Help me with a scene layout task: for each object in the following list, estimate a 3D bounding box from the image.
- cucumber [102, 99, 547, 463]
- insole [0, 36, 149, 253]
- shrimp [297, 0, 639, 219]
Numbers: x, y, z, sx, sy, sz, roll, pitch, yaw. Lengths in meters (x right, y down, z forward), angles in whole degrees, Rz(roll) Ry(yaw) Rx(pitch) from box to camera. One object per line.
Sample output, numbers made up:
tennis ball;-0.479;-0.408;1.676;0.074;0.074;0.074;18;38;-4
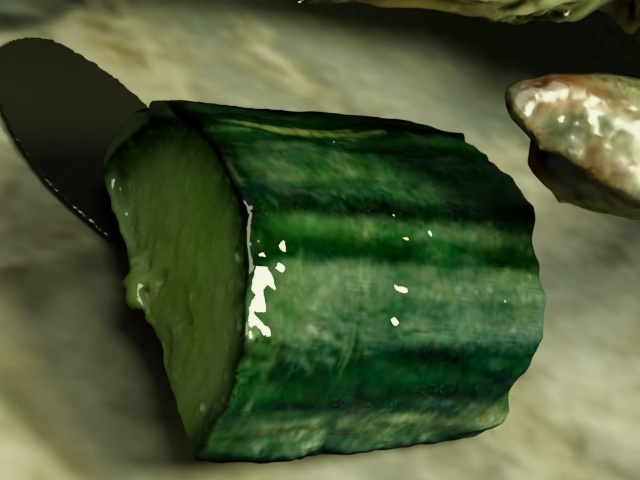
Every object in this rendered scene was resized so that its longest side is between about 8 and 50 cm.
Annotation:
cucumber;0.000;0.000;0.510;0.115;0.062;0.116;3;47;-41
insole;-0.049;-0.011;0.543;0.153;0.002;0.053;44;44;17
shrimp;0.089;-0.072;0.575;0.360;0.085;0.247;6;35;-29
